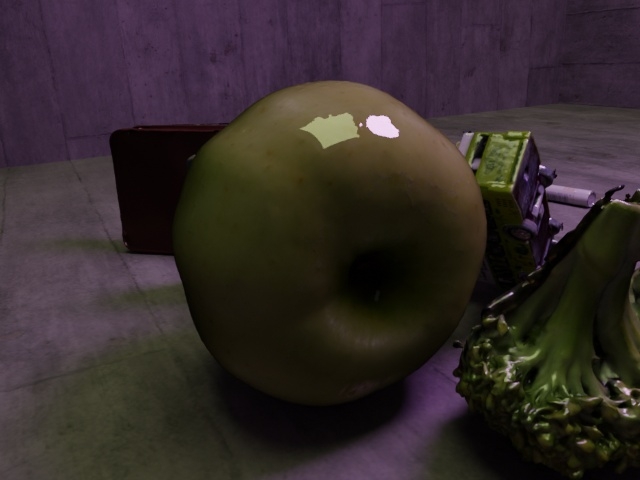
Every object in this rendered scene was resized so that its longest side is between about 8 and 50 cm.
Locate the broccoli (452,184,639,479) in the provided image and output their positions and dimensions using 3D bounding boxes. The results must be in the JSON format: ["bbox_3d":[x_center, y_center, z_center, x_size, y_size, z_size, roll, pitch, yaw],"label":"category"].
[{"bbox_3d":[0.257,0.107,0.504,0.242,0.273,0.180,-11,53,-20],"label":"broccoli"}]

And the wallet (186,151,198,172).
[{"bbox_3d":[-0.026,-0.042,0.893,0.359,0.252,0.083,-1,35,7],"label":"wallet"}]

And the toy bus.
[{"bbox_3d":[0.253,-0.030,0.806,0.139,0.302,0.113,10,67,31],"label":"toy bus"}]

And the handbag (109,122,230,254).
[{"bbox_3d":[-0.274,-0.101,1.131,0.275,0.260,0.084,6,18,20],"label":"handbag"}]

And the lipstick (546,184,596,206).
[{"bbox_3d":[0.582,-0.110,1.371,0.040,0.040,0.141,-17,22,-35],"label":"lipstick"}]

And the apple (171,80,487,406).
[{"bbox_3d":[0.000,0.000,0.657,0.356,0.358,0.357,-3,18,1],"label":"apple"}]
